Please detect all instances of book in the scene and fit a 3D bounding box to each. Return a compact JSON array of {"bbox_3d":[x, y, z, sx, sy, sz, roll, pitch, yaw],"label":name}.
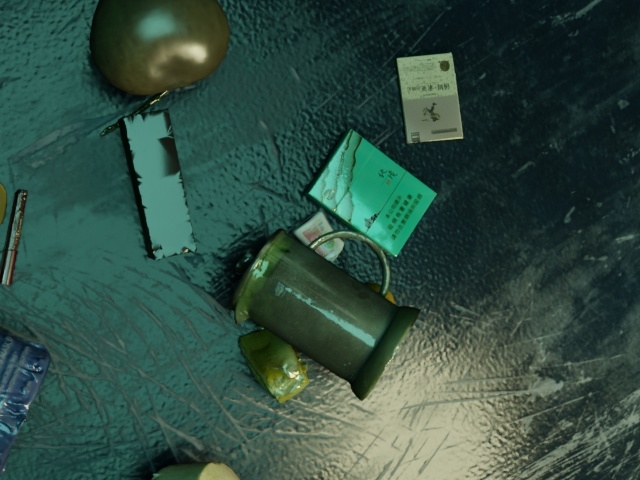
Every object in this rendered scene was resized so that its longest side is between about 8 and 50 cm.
[{"bbox_3d":[0.226,-0.295,1.902,0.127,0.014,0.181,-8,92,-16],"label":"book"}]

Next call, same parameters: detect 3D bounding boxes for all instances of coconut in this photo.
[{"bbox_3d":[-0.216,0.500,1.662,0.237,0.237,0.197,-11,90,-16],"label":"coconut"}]

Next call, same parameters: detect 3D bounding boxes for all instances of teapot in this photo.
[{"bbox_3d":[0.009,0.102,1.713,0.337,0.200,0.270,32,82,5],"label":"teapot"}]

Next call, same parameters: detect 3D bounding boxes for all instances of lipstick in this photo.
[{"bbox_3d":[-0.561,-0.007,1.671,0.027,0.027,0.176,10,86,-16],"label":"lipstick"}]

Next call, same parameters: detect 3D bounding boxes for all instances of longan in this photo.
[{"bbox_3d":[-0.287,-0.376,1.652,0.246,0.215,0.245,1,99,7],"label":"longan"}]

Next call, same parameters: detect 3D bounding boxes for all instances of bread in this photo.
[{"bbox_3d":[-0.085,0.238,1.765,0.103,0.110,0.156,-34,96,-6],"label":"bread"}]

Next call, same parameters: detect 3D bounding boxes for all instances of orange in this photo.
[{"bbox_3d":[0.109,0.132,1.832,0.085,0.085,0.095,-46,108,-11],"label":"orange"}]

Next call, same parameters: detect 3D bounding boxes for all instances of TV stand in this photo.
[{"bbox_3d":[-0.302,-0.103,1.709,0.088,0.083,0.269,-14,97,-18],"label":"TV stand"}]

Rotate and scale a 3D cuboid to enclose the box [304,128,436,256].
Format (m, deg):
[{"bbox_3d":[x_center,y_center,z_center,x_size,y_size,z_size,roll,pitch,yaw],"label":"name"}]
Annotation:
[{"bbox_3d":[0.102,-0.094,1.851,0.226,0.042,0.160,36,80,-14],"label":"box"}]

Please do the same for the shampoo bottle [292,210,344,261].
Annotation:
[{"bbox_3d":[0.000,0.000,1.821,0.072,0.043,0.099,-39,100,-13],"label":"shampoo bottle"}]

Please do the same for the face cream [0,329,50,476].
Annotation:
[{"bbox_3d":[-0.601,0.256,1.544,0.225,0.249,0.248,25,83,-17],"label":"face cream"}]

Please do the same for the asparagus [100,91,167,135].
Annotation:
[{"bbox_3d":[-0.349,-0.245,1.738,0.163,0.016,0.016,-38,126,-13],"label":"asparagus"}]

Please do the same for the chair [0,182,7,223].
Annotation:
[{"bbox_3d":[-0.682,-0.080,1.574,0.247,0.172,0.158,8,87,-9],"label":"chair"}]
